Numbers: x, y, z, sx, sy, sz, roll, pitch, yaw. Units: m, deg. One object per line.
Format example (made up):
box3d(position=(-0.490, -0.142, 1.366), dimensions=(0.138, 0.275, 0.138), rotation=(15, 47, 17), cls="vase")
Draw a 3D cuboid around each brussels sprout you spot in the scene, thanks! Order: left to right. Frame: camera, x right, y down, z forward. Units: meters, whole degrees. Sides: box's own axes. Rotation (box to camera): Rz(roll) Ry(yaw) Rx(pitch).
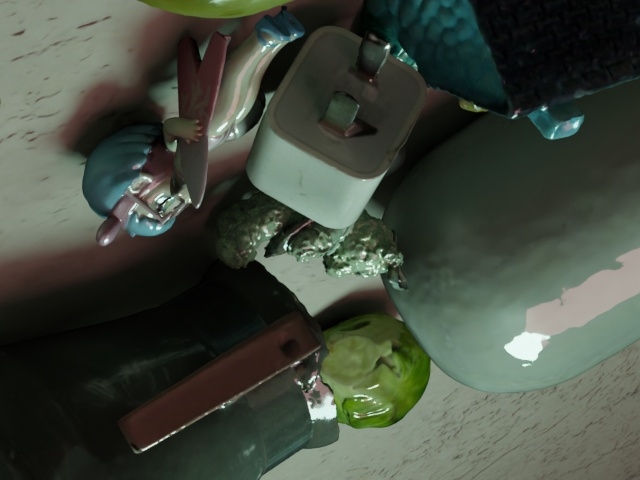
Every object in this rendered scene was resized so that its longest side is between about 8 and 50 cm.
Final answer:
box3d(position=(0.060, 0.165, 2.138), dimensions=(0.161, 0.144, 0.181), rotation=(4, 163, 0), cls="brussels sprout")

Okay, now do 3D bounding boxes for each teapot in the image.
box3d(position=(-0.158, 0.178, 1.709), dimensions=(0.361, 0.305, 0.376), rotation=(-32, 177, -24), cls="teapot")

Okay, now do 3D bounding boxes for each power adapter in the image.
box3d(position=(0.020, -0.115, 1.523), dimensions=(0.130, 0.125, 0.205), rotation=(-60, 180, -23), cls="power adapter")

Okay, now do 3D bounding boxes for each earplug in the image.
box3d(position=(0.259, -0.014, 1.866), dimensions=(0.394, 0.313, 0.312), rotation=(-32, 155, 3), cls="earplug")

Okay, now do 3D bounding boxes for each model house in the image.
box3d(position=(0.212, -0.194, 1.564), dimensions=(0.261, 0.241, 0.226), rotation=(-20, 149, -28), cls="model house")

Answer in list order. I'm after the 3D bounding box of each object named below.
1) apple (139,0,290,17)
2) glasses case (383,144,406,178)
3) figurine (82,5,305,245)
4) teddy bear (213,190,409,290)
box3d(position=(-0.062, -0.283, 1.062), dimensions=(0.292, 0.254, 0.292), rotation=(-23, 153, -12), cls="apple")
box3d(position=(0.017, -0.097, 1.735), dimensions=(0.072, 0.042, 0.190), rotation=(-35, 156, 23), cls="glasses case")
box3d(position=(-0.111, -0.115, 1.508), dimensions=(0.260, 0.103, 0.205), rotation=(-48, -172, 24), cls="figurine")
box3d(position=(-0.002, -0.020, 1.728), dimensions=(0.213, 0.133, 0.111), rotation=(8, 108, -13), cls="teddy bear")
